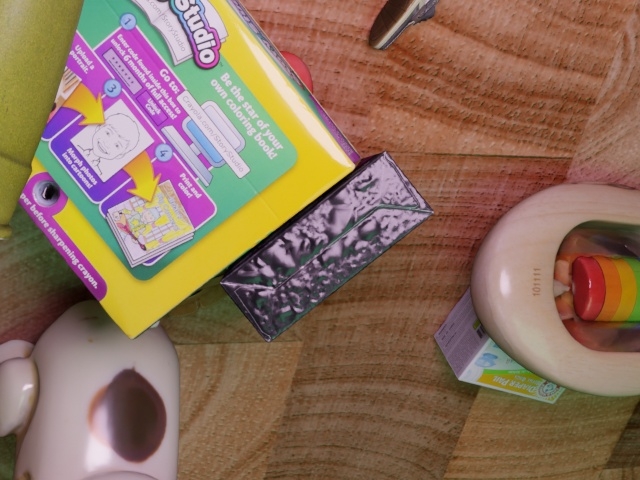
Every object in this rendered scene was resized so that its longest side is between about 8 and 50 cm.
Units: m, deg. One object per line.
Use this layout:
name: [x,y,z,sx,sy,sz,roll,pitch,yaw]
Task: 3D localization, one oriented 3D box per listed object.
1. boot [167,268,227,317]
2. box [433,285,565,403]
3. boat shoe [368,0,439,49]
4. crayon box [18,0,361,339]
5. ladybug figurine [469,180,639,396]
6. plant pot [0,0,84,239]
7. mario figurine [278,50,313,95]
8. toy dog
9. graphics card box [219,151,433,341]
boot: [-0.214,0.044,1.633,0.197,0.073,0.152,-11,136,-8]
box: [0.296,0.160,1.906,0.203,0.103,0.114,17,119,-31]
boat shoe: [0.119,-0.287,1.505,0.049,0.056,0.152,29,112,-31]
crayon box: [-0.189,-0.131,1.349,0.313,0.106,0.363,-37,93,9]
ladybug figurine: [0.392,0.074,1.789,0.449,0.305,0.162,8,168,-29]
plant pot: [-0.373,-0.241,1.149,0.366,0.366,0.353,29,88,-36]
mario figurine: [-0.150,-0.133,1.508,0.320,0.170,0.198,-30,169,17]
toy dog: [-0.259,0.302,1.573,0.284,0.408,0.395,24,123,-37]
graphics card box: [0.000,0.000,1.487,0.233,0.371,0.094,-38,94,1]
